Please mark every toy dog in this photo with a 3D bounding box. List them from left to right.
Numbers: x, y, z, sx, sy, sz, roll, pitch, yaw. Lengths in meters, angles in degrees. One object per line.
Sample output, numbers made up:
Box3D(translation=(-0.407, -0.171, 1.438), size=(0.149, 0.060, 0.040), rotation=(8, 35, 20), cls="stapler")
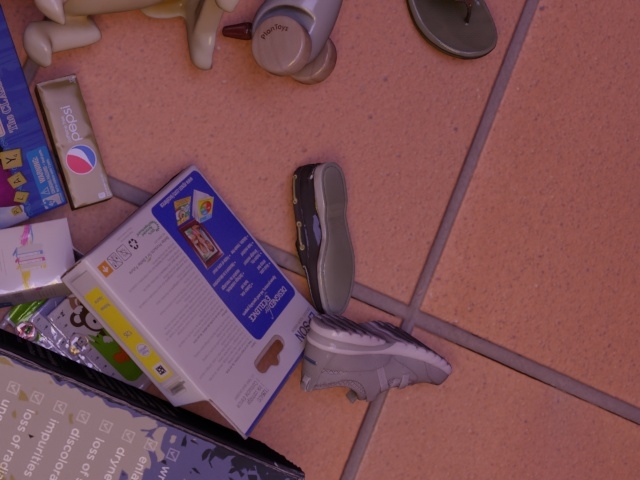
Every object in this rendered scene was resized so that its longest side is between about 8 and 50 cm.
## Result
Box3D(translation=(-0.321, -0.430, 1.573), size=(0.408, 0.284, 0.395), rotation=(2, 84, -15), cls="toy dog")
Box3D(translation=(-0.035, -0.382, 1.719), size=(0.161, 0.220, 0.333), rotation=(20, 72, 17), cls="toy dog")

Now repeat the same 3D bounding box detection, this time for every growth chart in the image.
Box3D(translation=(-0.314, 0.124, 1.680), size=(0.237, 0.021, 0.172), rotation=(37, 77, -13), cls="growth chart")

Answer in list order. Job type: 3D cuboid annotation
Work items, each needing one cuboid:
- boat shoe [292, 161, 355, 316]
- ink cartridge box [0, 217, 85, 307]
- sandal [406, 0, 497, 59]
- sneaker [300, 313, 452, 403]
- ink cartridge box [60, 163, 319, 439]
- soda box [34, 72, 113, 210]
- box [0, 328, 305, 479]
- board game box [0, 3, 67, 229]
Box3D(translation=(0.000, 0.000, 1.758), size=(0.081, 0.069, 0.228), rotation=(-3, 90, -52), cls="boat shoe")
Box3D(translation=(-0.384, 0.030, 1.608), size=(0.143, 0.092, 0.090), rotation=(-11, 79, -12), cls="ink cartridge box")
Box3D(translation=(0.181, -0.416, 1.819), size=(0.120, 0.086, 0.303), rotation=(-27, 97, -16), cls="sandal")
Box3D(translation=(0.073, 0.182, 1.733), size=(0.281, 0.105, 0.115), rotation=(16, 101, -39), cls="sneaker")
Box3D(translation=(-0.159, 0.083, 1.616), size=(0.307, 0.072, 0.303), rotation=(52, 33, -9), cls="ink cartridge box")
Box3D(translation=(-0.344, -0.136, 1.661), size=(0.058, 0.061, 0.181), rotation=(-18, 93, -16), cls="soda box")
Box3D(translation=(-0.347, 0.403, 1.505), size=(0.472, 0.297, 0.480), rotation=(26, 84, -13), cls="box")
Box3D(translation=(-0.518, -0.124, 1.515), size=(0.318, 0.066, 0.318), rotation=(-24, 132, -16), cls="board game box")
